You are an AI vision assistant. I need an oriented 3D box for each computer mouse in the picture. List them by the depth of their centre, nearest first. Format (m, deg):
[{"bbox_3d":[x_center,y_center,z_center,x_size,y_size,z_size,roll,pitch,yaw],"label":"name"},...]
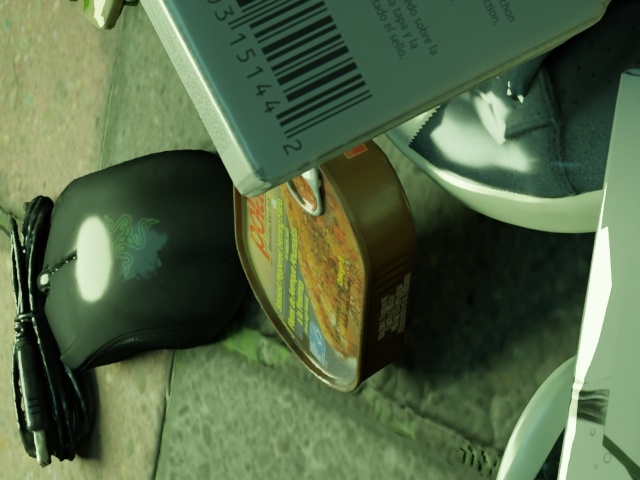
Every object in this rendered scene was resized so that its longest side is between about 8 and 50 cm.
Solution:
[{"bbox_3d":[-0.140,0.027,1.016,0.272,0.072,0.189,-27,66,49],"label":"computer mouse"}]

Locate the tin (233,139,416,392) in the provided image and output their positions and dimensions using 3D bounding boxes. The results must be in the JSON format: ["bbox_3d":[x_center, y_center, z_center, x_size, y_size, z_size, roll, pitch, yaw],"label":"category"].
[{"bbox_3d":[0.000,0.000,0.788,0.106,0.040,0.190,45,157,23],"label":"tin"}]

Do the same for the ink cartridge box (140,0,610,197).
[{"bbox_3d":[0.023,-0.203,0.575,0.296,0.261,0.066,63,172,-1],"label":"ink cartridge box"}]

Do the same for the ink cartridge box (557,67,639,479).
[{"bbox_3d":[0.163,0.051,0.548,0.086,0.148,0.203,16,100,54],"label":"ink cartridge box"}]

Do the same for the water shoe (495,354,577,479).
[{"bbox_3d":[0.113,0.147,0.691,0.080,0.073,0.203,19,109,30],"label":"water shoe"}]

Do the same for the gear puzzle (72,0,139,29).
[{"bbox_3d":[-0.131,-0.236,1.053,0.339,0.044,0.175,42,119,43],"label":"gear puzzle"}]

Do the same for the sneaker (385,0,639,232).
[{"bbox_3d":[0.038,-0.119,0.696,0.131,0.148,0.350,-50,40,-10],"label":"sneaker"}]
